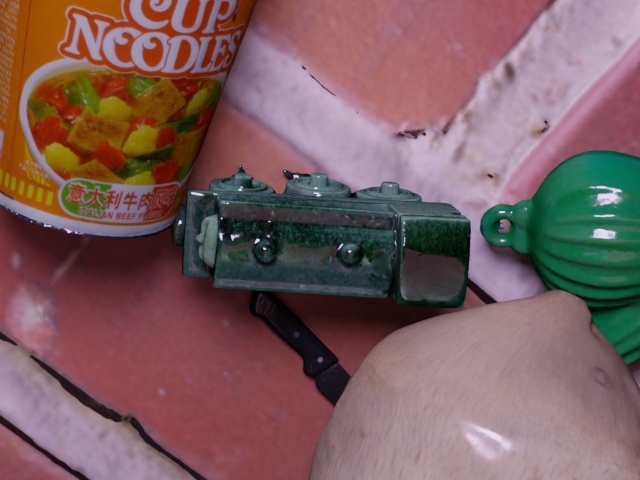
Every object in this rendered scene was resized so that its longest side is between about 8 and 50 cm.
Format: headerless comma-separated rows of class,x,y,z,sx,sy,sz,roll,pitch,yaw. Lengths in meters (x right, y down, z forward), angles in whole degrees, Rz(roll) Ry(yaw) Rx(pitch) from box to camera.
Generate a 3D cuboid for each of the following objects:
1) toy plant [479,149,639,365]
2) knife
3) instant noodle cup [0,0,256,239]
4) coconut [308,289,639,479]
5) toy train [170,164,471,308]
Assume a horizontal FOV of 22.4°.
toy plant,0.197,0.012,0.969,0.200,0.105,0.143,1,119,10
knife,0.013,0.091,1.008,0.023,0.010,0.170,-42,107,4
instant noodle cup,-0.114,-0.108,0.875,0.168,0.168,0.185,12,110,-10
coconut,0.100,0.130,0.934,0.224,0.224,0.224,-2,104,-7
toy train,0.000,0.000,0.932,0.170,0.111,0.071,3,99,-8
